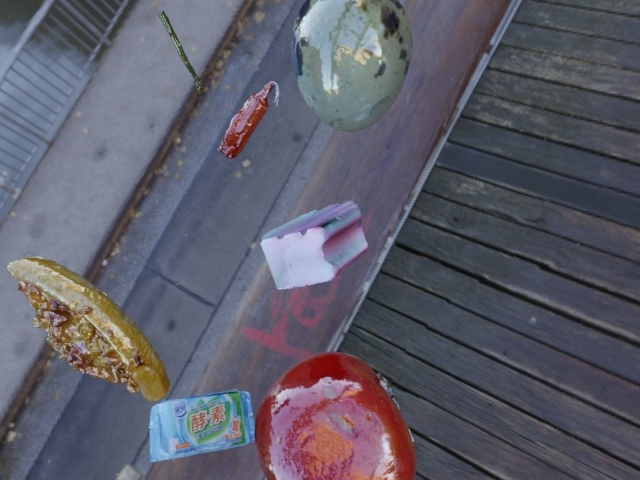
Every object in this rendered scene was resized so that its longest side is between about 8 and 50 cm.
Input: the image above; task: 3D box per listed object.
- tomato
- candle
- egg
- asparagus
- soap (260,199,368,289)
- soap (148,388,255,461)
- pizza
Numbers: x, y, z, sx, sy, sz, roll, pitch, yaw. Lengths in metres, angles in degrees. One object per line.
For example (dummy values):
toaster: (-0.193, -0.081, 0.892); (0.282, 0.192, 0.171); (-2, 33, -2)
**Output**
tomato: (0.026, 0.383, 1.108); (0.289, 0.293, 0.325); (-29, 87, -2)
candle: (-0.124, -0.209, 0.995); (0.162, 0.053, 0.048); (-51, 50, 25)
egg: (0.087, -0.526, 1.636); (0.344, 0.429, 0.345); (0, 31, 0)
asparagus: (-0.243, -0.329, 1.016); (0.016, 0.163, 0.016); (-39, 42, -16)
soap: (0.000, 0.000, 1.205); (0.192, 0.324, 0.109); (-11, 101, 27)
soap: (-0.311, 0.492, 1.534); (0.077, 0.293, 0.156); (-30, 65, 47)
pizza: (-0.403, 0.164, 0.972); (0.226, 0.336, 0.086); (-27, 23, 38)
